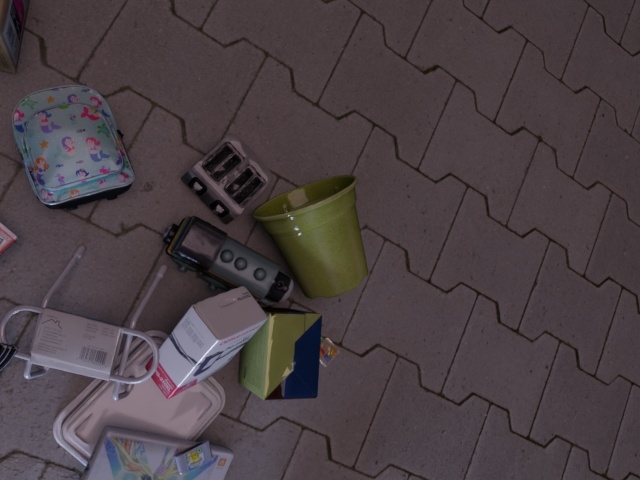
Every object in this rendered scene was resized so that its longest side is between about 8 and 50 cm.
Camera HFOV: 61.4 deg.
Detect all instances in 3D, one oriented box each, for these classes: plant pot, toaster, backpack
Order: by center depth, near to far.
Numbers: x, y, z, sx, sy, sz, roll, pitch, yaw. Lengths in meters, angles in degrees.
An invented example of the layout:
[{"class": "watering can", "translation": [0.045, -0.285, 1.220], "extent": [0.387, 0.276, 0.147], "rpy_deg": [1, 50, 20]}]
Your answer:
[{"class": "backpack", "translation": [-0.552, -0.214, 1.197], "extent": [0.225, 0.191, 0.253], "rpy_deg": [-19, 88, -21]}, {"class": "toaster", "translation": [-0.225, -0.158, 1.356], "extent": [0.168, 0.110, 0.185], "rpy_deg": [48, 71, -13]}, {"class": "plant pot", "translation": [0.000, 0.000, 1.375], "extent": [0.276, 0.276, 0.253], "rpy_deg": [-27, 108, -21]}]

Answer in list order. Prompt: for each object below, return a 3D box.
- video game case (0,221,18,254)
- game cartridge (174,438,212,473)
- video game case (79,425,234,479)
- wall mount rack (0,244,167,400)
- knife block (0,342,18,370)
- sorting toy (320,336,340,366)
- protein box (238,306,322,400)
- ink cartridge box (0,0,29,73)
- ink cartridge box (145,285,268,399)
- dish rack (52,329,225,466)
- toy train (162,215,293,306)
[{"class": "video game case", "translation": [-0.807, 0.026, 1.097], "extent": [0.204, 0.025, 0.285], "rpy_deg": [45, 72, -14]}, {"class": "game cartridge", "translation": [-0.289, 0.497, 1.236], "extent": [0.083, 0.017, 0.056], "rpy_deg": [-19, 113, -32]}, {"class": "video game case", "translation": [-0.390, 0.590, 1.212], "extent": [0.329, 0.036, 0.299], "rpy_deg": [27, 83, -35]}, {"class": "wall mount rack", "translation": [-0.495, 0.174, 1.186], "extent": [0.350, 0.130, 0.304], "rpy_deg": [13, 85, 3]}, {"class": "knife block", "translation": [-0.746, 0.305, 1.089], "extent": [0.088, 0.275, 0.242], "rpy_deg": [42, 40, 16]}, {"class": "sorting toy", "translation": [0.008, 0.295, 1.469], "extent": [0.062, 0.012, 0.083], "rpy_deg": [-45, 103, -18]}, {"class": "protein box", "translation": [-0.102, 0.269, 1.323], "extent": [0.136, 0.201, 0.199], "rpy_deg": [6, 85, -25]}, {"class": "ink cartridge box", "translation": [-0.682, -0.487, 1.130], "extent": [0.088, 0.235, 0.193], "rpy_deg": [11, 83, -21]}, {"class": "ink cartridge box", "translation": [-0.254, 0.226, 1.207], "extent": [0.100, 0.237, 0.172], "rpy_deg": [50, 30, 14]}, {"class": "dish rack", "translation": [-0.411, 0.410, 1.265], "extent": [0.285, 0.072, 0.333], "rpy_deg": [47, 71, -12]}, {"class": "toy train", "translation": [-0.220, 0.057, 1.299], "extent": [0.334, 0.190, 0.142], "rpy_deg": [32, 76, -17]}]
